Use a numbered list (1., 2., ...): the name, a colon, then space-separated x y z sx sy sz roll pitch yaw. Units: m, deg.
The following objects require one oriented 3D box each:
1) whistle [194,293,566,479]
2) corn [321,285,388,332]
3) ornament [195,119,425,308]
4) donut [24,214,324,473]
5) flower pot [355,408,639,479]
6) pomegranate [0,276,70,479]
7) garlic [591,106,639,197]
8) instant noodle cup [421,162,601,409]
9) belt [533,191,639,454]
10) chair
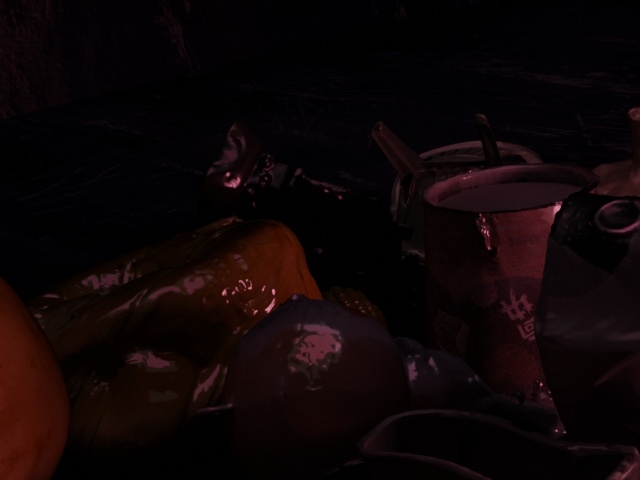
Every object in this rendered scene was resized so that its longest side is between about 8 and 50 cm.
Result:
1. whistle: 0.056 0.134 1.477 0.348 0.189 0.189 2 12 -23
2. corn: 0.036 0.117 1.689 0.087 0.086 0.288 -9 19 -5
3. ornament: 0.000 0.000 1.832 0.261 0.251 0.106 15 57 6
4. donut: -0.163 0.099 1.646 0.360 0.170 0.360 -20 10 4
5. flower pot: 0.136 0.207 1.301 0.229 0.108 0.103 7 22 42
6. pomegranate: -0.353 0.141 1.412 0.307 0.307 0.307 -7 17 2
7. garlic: 0.369 -0.053 1.886 0.219 0.212 0.218 -6 23 3
8. instant noodle cup: 0.194 0.044 1.646 0.218 0.207 0.217 -6 15 2
9. belt: 0.255 0.090 1.340 0.164 0.289 0.184 3 44 30
10. chair: 0.164 -0.061 2.057 0.203 0.190 0.275 -2 -11 16
